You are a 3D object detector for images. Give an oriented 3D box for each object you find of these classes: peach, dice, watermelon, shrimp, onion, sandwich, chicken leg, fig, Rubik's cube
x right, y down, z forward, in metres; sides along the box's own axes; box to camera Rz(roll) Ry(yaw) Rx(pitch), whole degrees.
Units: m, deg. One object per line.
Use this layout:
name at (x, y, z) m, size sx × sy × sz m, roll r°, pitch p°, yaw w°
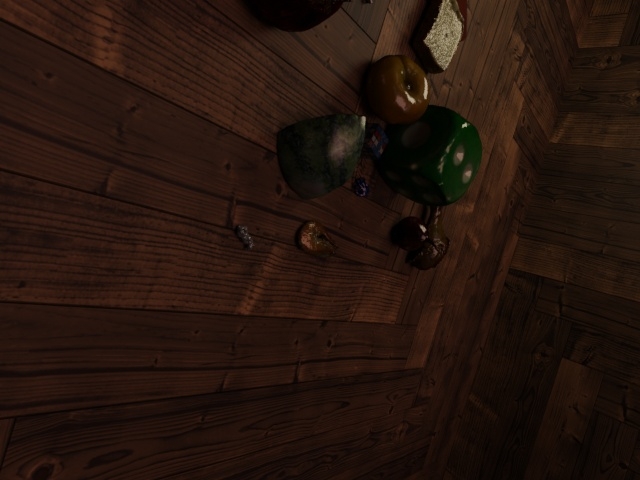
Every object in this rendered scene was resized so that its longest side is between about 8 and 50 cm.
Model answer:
peach at (0.270, -0.526, 1.441) m, size 0.251 × 0.153 × 0.250 m, roll 11°, pitch 70°, yaw -32°
dice at (0.420, -0.320, 1.587) m, size 0.300 × 0.297 × 0.287 m, roll 40°, pitch 75°, yaw -48°
watermelon at (-0.004, -0.253, 1.253) m, size 0.176 × 0.256 × 0.259 m, roll -121°, pitch -145°, yaw -85°
shrimp at (0.002, 0.000, 1.423) m, size 0.217 × 0.051 × 0.115 m, roll 21°, pitch 86°, yaw -47°
onion at (-0.063, -0.671, 1.018) m, size 0.273 × 0.285 × 0.273 m, roll -35°, pitch 164°, yaw -12°
sandwich at (0.464, -0.814, 1.617) m, size 0.226 × 0.087 × 0.251 m, roll 27°, pitch 85°, yaw -47°
chicken leg at (0.547, -0.025, 1.954) m, size 0.212 × 0.140 × 0.360 m, roll 16°, pitch 95°, yaw -41°
fig at (0.397, -0.026, 1.772) m, size 0.150 × 0.202 × 0.148 m, roll -11°, pitch 101°, yaw -8°
Rubik's cube at (0.168, -0.349, 1.449) m, size 0.092 × 0.092 × 0.092 m, roll 44°, pitch 69°, yaw -46°

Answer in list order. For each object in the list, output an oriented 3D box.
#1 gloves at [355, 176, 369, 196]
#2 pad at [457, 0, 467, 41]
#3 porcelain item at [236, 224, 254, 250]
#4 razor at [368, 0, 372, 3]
gloves at (0.152, -0.196, 1.537) m, size 0.064 × 0.026 × 0.086 m, roll -48°, pitch 134°, yaw -23°
pad at (0.558, -0.927, 1.746) m, size 0.267 × 0.004 × 0.181 m, roll -34°, pitch 126°, yaw -36°
porcelain item at (-0.218, -0.010, 1.189) m, size 0.036 × 0.028 × 0.083 m, roll -59°, pitch 139°, yaw -41°
razor at (0.216, -0.864, 1.361) m, size 0.211 × 0.036 × 0.084 m, roll -45°, pitch 135°, yaw -28°
